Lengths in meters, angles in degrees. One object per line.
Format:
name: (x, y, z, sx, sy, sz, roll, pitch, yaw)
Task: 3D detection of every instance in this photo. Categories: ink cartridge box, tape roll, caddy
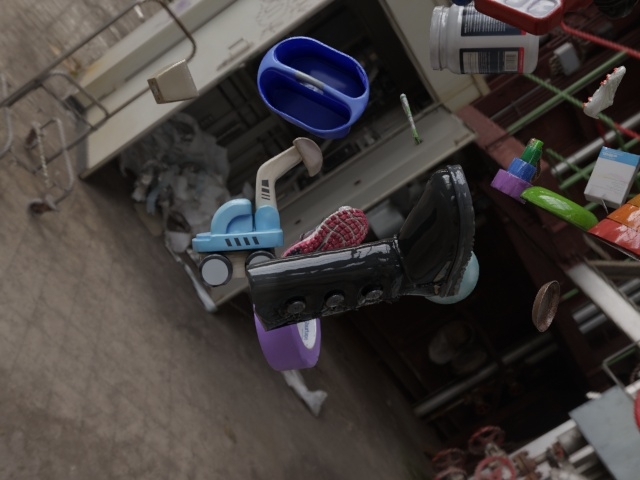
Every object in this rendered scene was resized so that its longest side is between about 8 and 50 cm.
ink cartridge box: (0.718, -0.143, 1.537, 0.090, 0.143, 0.092, 24, 3, 29)
tape roll: (-0.079, 0.190, 1.579, 0.275, 0.090, 0.274, -11, 90, -77)
caddy: (-0.017, -0.448, 1.829, 0.341, 0.241, 0.179, 28, 1, 10)

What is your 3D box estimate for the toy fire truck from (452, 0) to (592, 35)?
toy fire truck: (0.400, -0.539, 1.246, 0.302, 0.254, 0.169, 40, -17, 34)

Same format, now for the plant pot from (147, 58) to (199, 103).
plant pot: (-0.420, -0.435, 1.745, 0.109, 0.096, 0.109, 13, -51, 56)

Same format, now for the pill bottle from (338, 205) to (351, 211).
pill bottle: (0.083, -0.066, 2.005, 0.043, 0.044, 0.083, -107, -173, -66)

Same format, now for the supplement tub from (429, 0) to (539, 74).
supplement tub: (0.440, -0.540, 1.654, 0.191, 0.273, 0.191, 5, 90, -72)

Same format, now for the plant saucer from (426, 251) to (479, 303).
plant saucer: (0.357, 0.086, 1.795, 0.194, 0.195, 0.037, 58, 13, 15)

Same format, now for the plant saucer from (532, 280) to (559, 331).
plant saucer: (0.713, 0.206, 1.974, 0.029, 0.168, 0.168, 16, -22, 39)

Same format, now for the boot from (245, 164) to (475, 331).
boot: (0.066, 0.029, 1.254, 0.367, 0.446, 0.146, 84, -2, -48)

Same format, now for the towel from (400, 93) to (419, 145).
towel: (0.293, -0.394, 2.039, 0.113, 0.023, 0.151, 19, 55, -75)

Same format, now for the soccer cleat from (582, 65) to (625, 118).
soccer cleat: (1.000, -0.515, 2.164, 0.076, 0.196, 0.068, 35, 38, 5)

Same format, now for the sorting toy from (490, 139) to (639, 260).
sorting toy: (0.396, -0.078, 0.918, 0.127, 0.126, 0.365, 23, 12, -26)

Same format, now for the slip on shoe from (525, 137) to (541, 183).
slip on shoe: (0.579, -0.219, 1.708, 0.041, 0.052, 0.135, -86, 168, -47)

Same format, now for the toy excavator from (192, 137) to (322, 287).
toy excavator: (-0.199, -0.094, 1.989, 0.222, 0.433, 0.444, -131, -143, -82)

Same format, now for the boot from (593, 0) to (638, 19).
boot: (0.742, -0.701, 1.400, 0.131, 0.260, 0.347, -129, -156, -75)

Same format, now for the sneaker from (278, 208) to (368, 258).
sneaker: (0.000, 0.000, 1.799, 0.120, 0.299, 0.112, 61, -8, -15)
